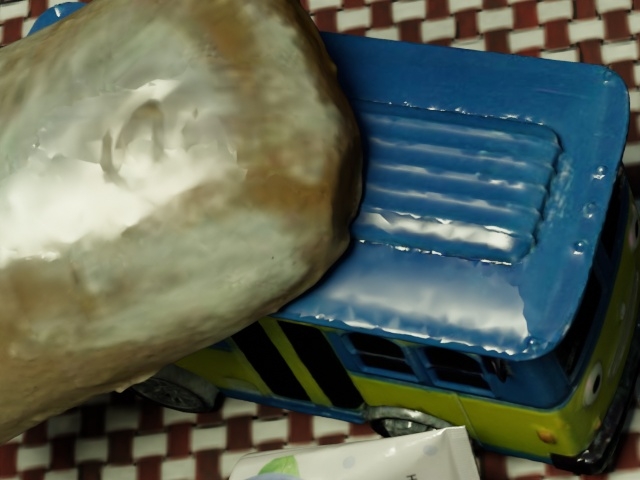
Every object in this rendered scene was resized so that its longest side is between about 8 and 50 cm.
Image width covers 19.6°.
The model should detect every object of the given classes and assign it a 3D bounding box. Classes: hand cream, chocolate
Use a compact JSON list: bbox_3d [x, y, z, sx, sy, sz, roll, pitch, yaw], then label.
[{"bbox_3d":[0.007,0.123,0.846,0.142,0.084,0.053,-4,32,22],"label":"hand cream"},{"bbox_3d":[-0.113,-0.018,0.751,0.254,0.080,0.157,-28,70,12],"label":"chocolate"}]

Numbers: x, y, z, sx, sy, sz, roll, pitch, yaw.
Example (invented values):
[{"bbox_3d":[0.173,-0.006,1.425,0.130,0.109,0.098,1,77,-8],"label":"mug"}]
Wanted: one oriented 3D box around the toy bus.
[{"bbox_3d":[0.000,0.000,0.849,0.287,0.175,0.138,9,65,21],"label":"toy bus"}]
